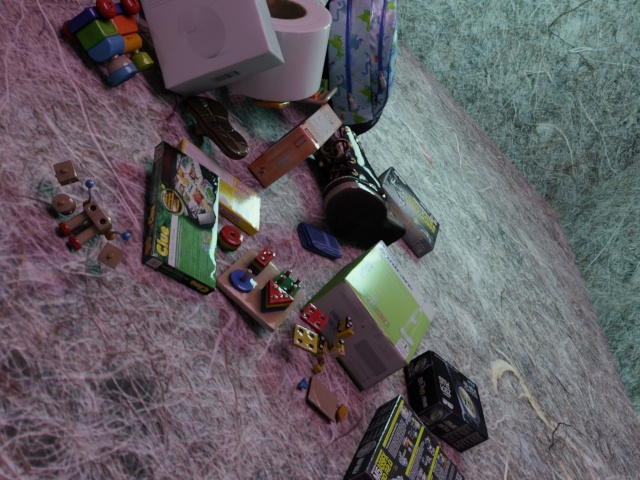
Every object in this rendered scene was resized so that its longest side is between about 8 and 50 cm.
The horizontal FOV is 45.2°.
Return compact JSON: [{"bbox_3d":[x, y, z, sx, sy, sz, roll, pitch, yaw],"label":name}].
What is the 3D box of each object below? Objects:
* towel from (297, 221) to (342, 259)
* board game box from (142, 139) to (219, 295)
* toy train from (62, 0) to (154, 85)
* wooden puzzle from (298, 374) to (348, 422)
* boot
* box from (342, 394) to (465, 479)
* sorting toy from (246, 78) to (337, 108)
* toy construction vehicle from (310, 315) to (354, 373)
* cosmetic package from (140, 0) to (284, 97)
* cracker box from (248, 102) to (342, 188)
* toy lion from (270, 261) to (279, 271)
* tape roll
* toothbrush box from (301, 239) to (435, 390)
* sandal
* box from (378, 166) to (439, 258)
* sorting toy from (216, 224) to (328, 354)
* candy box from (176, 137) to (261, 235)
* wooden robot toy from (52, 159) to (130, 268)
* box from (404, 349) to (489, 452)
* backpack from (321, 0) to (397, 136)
[{"bbox_3d":[0.000,0.000,1.689,0.119,0.029,0.067,22,39,-48],"label":"towel"},{"bbox_3d":[-0.232,-0.042,1.312,0.136,0.030,0.260,36,36,-38],"label":"board game box"},{"bbox_3d":[-0.365,-0.385,1.469,0.143,0.105,0.248,60,24,-11],"label":"toy train"},{"bbox_3d":[0.003,0.282,1.363,0.116,0.014,0.078,49,21,-12],"label":"wooden puzzle"},{"bbox_3d":[0.063,-0.144,1.826,0.377,0.138,0.284,27,35,-61],"label":"boot"},{"bbox_3d":[0.158,0.434,1.384,0.216,0.060,0.270,52,25,-3],"label":"box"},{"bbox_3d":[-0.065,-0.368,1.851,0.348,0.195,0.047,-66,161,-69],"label":"sorting toy"},{"bbox_3d":[0.025,0.196,1.423,0.035,0.085,0.098,51,24,-22],"label":"toy construction vehicle"},{"bbox_3d":[-0.219,-0.434,1.539,0.138,0.224,0.225,-15,89,-80],"label":"cosmetic package"},{"bbox_3d":[-0.052,-0.216,1.719,0.067,0.155,0.232,52,25,-9],"label":"cracker box"},{"bbox_3d":[-0.098,0.074,1.430,0.096,0.034,0.100,41,28,-10],"label":"toy lion"},{"bbox_3d":[-0.106,-0.445,1.737,0.246,0.169,0.246,8,36,-6],"label":"tape roll"},{"bbox_3d":[0.109,0.146,1.586,0.206,0.122,0.283,53,26,-1],"label":"toothbrush box"},{"bbox_3d":[-0.215,-0.222,1.550,0.090,0.060,0.219,-1,43,-43],"label":"sandal"},{"bbox_3d":[0.240,-0.083,2.177,0.231,0.056,0.183,50,25,-9],"label":"box"},{"bbox_3d":[-0.090,0.082,1.356,0.274,0.046,0.132,41,34,1],"label":"sorting toy"},{"bbox_3d":[-0.196,-0.101,1.478,0.206,0.027,0.105,38,29,-30],"label":"candy box"},{"bbox_3d":[-0.340,-0.030,1.126,0.173,0.076,0.079,55,-10,2],"label":"wooden robot toy"},{"bbox_3d":[0.272,0.348,1.666,0.180,0.077,0.147,39,29,-29],"label":"box"},{"bbox_3d":[0.098,-0.495,2.054,0.290,0.273,0.356,-77,154,-43],"label":"backpack"}]
